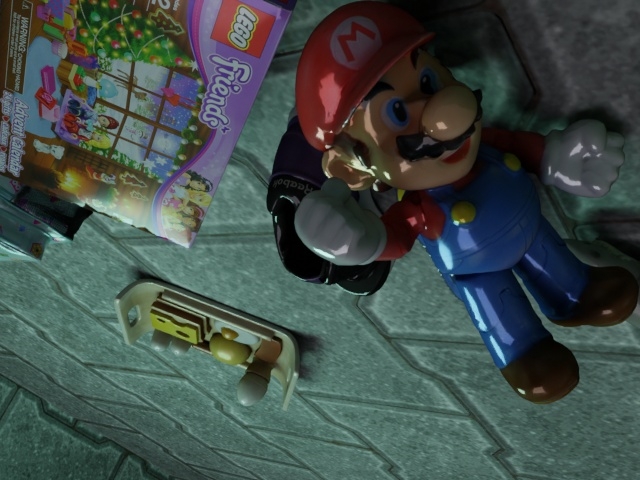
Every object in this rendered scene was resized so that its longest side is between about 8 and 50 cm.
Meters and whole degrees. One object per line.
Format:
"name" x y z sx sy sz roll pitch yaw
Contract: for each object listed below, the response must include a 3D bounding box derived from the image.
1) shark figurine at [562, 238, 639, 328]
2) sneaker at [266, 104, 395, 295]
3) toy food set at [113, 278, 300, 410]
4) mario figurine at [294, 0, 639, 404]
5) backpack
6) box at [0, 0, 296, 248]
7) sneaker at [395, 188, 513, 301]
"shark figurine" 0.349 0.078 0.650 0.278 0.116 0.166 5 149 33
"sneaker" 0.000 0.000 0.754 0.107 0.124 0.283 12 151 21
"toy food set" -0.183 0.182 1.245 0.306 0.092 0.220 21 153 3
"mario figurine" 0.109 -0.031 0.536 0.170 0.198 0.320 -30 110 35
"backpack" -0.397 -0.061 0.928 0.166 0.144 0.188 1 143 45
"box" -0.157 -0.129 0.626 0.201 0.057 0.293 22 138 -9
"sneaker" 0.149 0.000 0.706 0.082 0.069 0.209 -5 142 36
